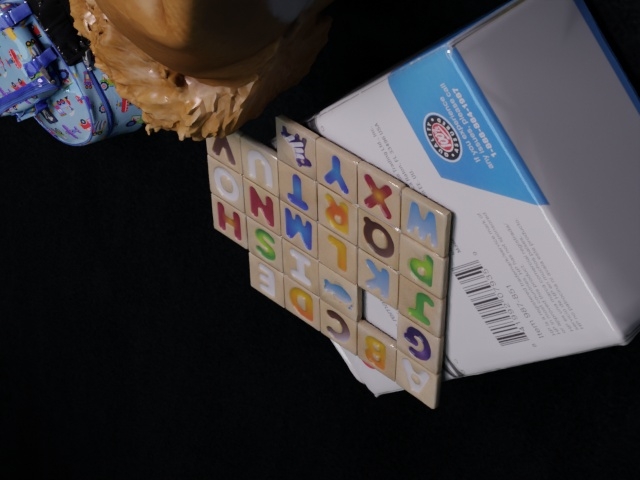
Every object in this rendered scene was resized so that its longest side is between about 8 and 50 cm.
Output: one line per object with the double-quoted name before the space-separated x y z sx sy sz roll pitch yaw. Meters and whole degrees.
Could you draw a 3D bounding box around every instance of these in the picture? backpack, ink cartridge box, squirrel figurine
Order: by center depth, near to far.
"squirrel figurine" -0.137 -0.277 0.961 0.370 0.281 0.397 41 150 12
"ink cartridge box" 0.099 -0.026 1.039 0.223 0.129 0.307 58 148 -7
"backpack" -0.252 -0.162 1.369 0.158 0.117 0.173 -3 120 53

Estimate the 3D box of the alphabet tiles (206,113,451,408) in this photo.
"alphabet tiles" 0.000 0.000 1.061 0.237 0.009 0.198 32 143 30
